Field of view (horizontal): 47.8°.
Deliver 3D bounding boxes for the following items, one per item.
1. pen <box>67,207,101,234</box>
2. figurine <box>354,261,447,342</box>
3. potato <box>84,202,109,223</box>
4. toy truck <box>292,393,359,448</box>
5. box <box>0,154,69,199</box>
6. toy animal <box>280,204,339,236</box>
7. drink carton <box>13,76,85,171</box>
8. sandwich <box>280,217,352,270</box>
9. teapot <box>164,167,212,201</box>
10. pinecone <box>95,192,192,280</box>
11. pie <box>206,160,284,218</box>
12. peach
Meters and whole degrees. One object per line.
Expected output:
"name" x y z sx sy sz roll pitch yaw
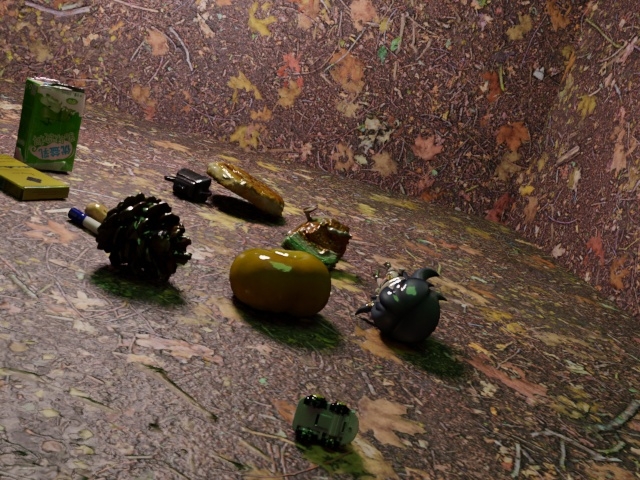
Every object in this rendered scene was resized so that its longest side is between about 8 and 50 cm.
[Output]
"pen" -0.534 -0.018 1.800 0.269 0.033 0.033 26 16 28
"figurine" 0.209 0.152 1.811 0.196 0.175 0.265 24 22 5
"potato" -0.583 -0.073 1.889 0.068 0.062 0.083 50 9 -26
"toy truck" 0.009 0.300 1.207 0.111 0.076 0.077 18 -6 -4
"box" -0.848 -0.180 2.001 0.278 0.041 0.153 25 15 25
"toy animal" -0.025 -0.018 2.305 0.188 0.179 0.089 -19 14 6
"drink carton" -0.831 -0.353 2.211 0.161 0.271 0.108 3 17 -43
"sandwich" -0.009 -0.003 2.149 0.184 0.160 0.109 26 -5 1
"teapot" -0.447 -0.184 2.433 0.177 0.087 0.096 24 19 20
"pinecone" -0.395 -0.002 1.633 0.205 0.184 0.179 49 -1 18
"pie" -0.263 -0.185 2.514 0.315 0.092 0.315 32 3 -2
"peach" -0.097 0.094 1.707 0.251 0.153 0.251 11 -1 0
